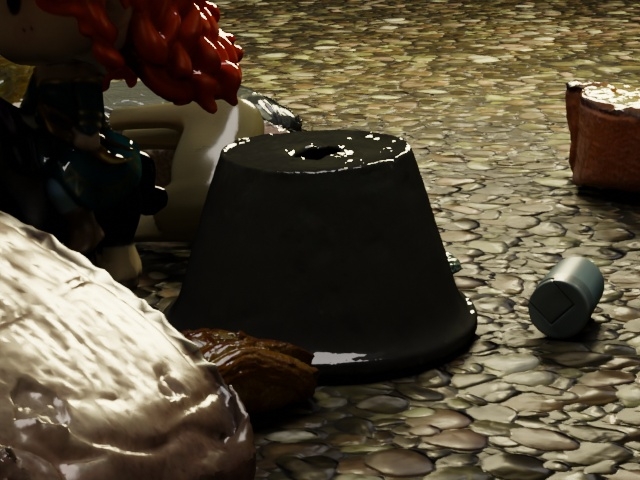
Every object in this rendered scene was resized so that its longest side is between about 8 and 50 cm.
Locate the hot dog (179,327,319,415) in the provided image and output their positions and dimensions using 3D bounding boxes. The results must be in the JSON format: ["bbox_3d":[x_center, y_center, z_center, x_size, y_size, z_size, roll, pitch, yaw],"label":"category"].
[{"bbox_3d":[-0.070,0.099,1.193,0.147,0.065,0.099,-12,9,-29],"label":"hot dog"}]

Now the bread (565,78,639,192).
[{"bbox_3d":[0.378,-0.113,1.835,0.244,0.123,0.190,15,20,43],"label":"bread"}]

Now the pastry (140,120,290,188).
[{"bbox_3d":[-0.117,-0.086,1.776,0.265,0.112,0.103,9,37,41],"label":"pastry"}]

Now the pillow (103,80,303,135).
[{"bbox_3d":[-0.189,-0.142,2.013,0.335,0.093,0.161,-3,21,-12],"label":"pillow"}]

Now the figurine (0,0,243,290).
[{"bbox_3d":[-0.235,-0.139,1.454,0.306,0.412,0.241,25,-1,-25],"label":"figurine"}]

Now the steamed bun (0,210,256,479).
[{"bbox_3d":[-0.212,0.111,0.903,0.301,0.199,0.251,36,19,16],"label":"steamed bun"}]

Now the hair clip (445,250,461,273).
[{"bbox_3d":[0.086,-0.002,1.602,0.066,0.036,0.229,-7,22,-8],"label":"hair clip"}]

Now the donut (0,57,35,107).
[{"bbox_3d":[-0.380,-0.103,1.711,0.261,0.128,0.208,-6,35,6],"label":"donut"}]

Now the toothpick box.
[{"bbox_3d":[0.209,0.048,1.389,0.052,0.052,0.083,5,15,18],"label":"toothpick box"}]

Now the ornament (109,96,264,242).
[{"bbox_3d":[-0.113,-0.053,1.630,0.244,0.061,0.230,-5,47,19],"label":"ornament"}]

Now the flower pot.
[{"bbox_3d":[0.000,0.000,1.366,0.269,0.166,0.269,1,16,0],"label":"flower pot"}]
